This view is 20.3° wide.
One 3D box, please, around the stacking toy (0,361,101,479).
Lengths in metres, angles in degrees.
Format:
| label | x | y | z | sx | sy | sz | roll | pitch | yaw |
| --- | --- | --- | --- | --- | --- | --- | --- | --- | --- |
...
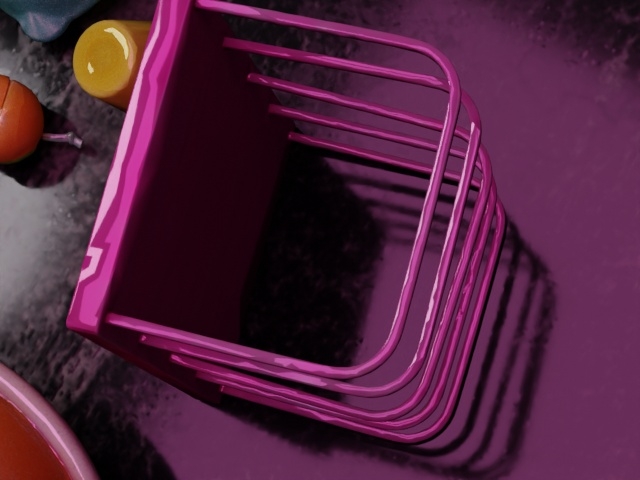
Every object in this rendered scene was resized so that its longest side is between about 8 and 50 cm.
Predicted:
| label | x | y | z | sx | sy | sz | roll | pitch | yaw |
| --- | --- | --- | --- | --- | --- | --- | --- | --- | --- |
| stacking toy | -0.334 | 0.236 | 0.968 | 0.350 | 0.480 | 0.351 | 1 | 94 | 13 |

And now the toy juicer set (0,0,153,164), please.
| label | x | y | z | sx | sy | sz | roll | pitch | yaw |
| --- | --- | --- | --- | --- | --- | --- | --- | --- | --- |
| toy juicer set | -0.227 | -0.206 | 1.289 | 0.209 | 0.089 | 0.329 | -28 | 75 | 24 |

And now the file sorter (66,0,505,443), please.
| label | x | y | z | sx | sy | sz | roll | pitch | yaw |
| --- | --- | --- | --- | --- | --- | --- | --- | --- | --- |
| file sorter | 0.000 | 0.000 | 1.074 | 0.182 | 0.291 | 0.202 | 13 | 80 | 13 |
